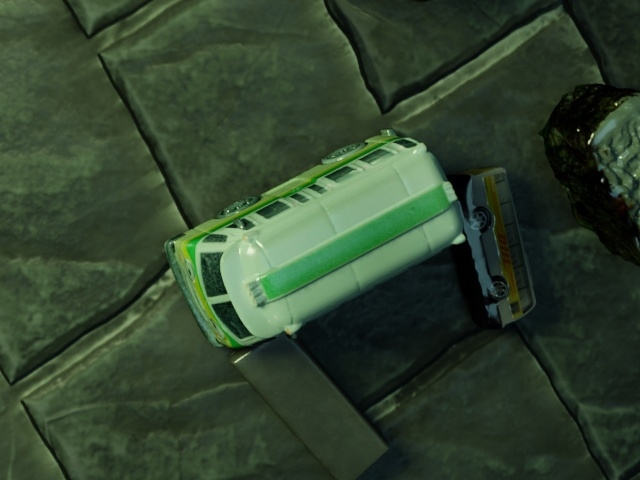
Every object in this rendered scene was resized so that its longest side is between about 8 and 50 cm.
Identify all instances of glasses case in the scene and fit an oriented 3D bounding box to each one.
[{"bbox_3d":[-0.010,0.171,1.683,0.072,0.042,0.190,-41,107,-5],"label":"glasses case"}]

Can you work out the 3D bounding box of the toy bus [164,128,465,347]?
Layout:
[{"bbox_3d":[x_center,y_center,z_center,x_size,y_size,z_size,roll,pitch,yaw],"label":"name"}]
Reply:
[{"bbox_3d":[0.000,0.000,1.607,0.276,0.165,0.133,-28,102,-16],"label":"toy bus"}]

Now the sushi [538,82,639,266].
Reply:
[{"bbox_3d":[0.337,-0.069,1.742,0.124,0.127,0.225,-41,112,-12],"label":"sushi"}]

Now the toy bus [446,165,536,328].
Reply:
[{"bbox_3d":[0.182,0.006,1.732,0.072,0.057,0.172,-20,101,-27],"label":"toy bus"}]
